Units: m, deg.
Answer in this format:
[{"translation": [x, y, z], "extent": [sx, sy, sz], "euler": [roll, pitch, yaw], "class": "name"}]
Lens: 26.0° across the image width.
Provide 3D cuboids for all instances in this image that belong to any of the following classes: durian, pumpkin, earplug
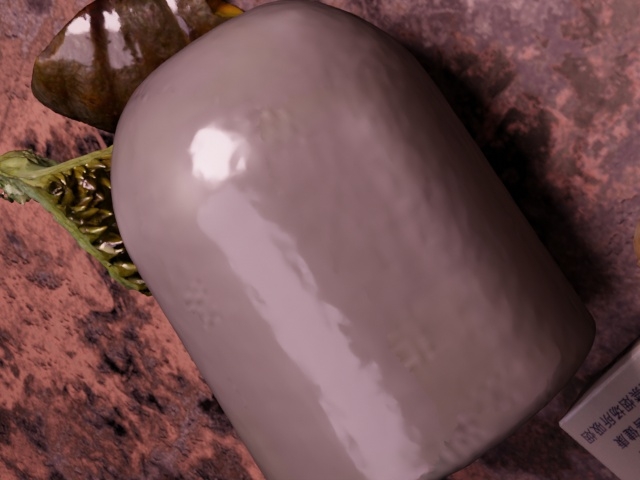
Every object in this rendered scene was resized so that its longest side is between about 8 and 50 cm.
[{"translation": [-0.235, -0.023, 1.392], "extent": [0.394, 0.198, 0.163], "euler": [-168, 75, -73], "class": "durian"}, {"translation": [-0.175, -0.156, 1.326], "extent": [0.130, 0.149, 0.254], "euler": [49, 136, 11], "class": "pumpkin"}, {"translation": [0.000, 0.000, 1.175], "extent": [0.312, 0.312, 0.394], "euler": [-29, 98, 45], "class": "earplug"}]

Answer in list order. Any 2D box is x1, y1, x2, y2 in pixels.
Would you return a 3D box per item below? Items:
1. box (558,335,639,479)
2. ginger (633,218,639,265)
[{"translation": [0.353, 0.190, 1.194], "extent": [0.259, 0.071, 0.168], "euler": [42, 135, 8], "class": "box"}, {"translation": [0.363, 0.058, 1.032], "extent": [0.244, 0.155, 0.304], "euler": [-5, 113, 35], "class": "ginger"}]
